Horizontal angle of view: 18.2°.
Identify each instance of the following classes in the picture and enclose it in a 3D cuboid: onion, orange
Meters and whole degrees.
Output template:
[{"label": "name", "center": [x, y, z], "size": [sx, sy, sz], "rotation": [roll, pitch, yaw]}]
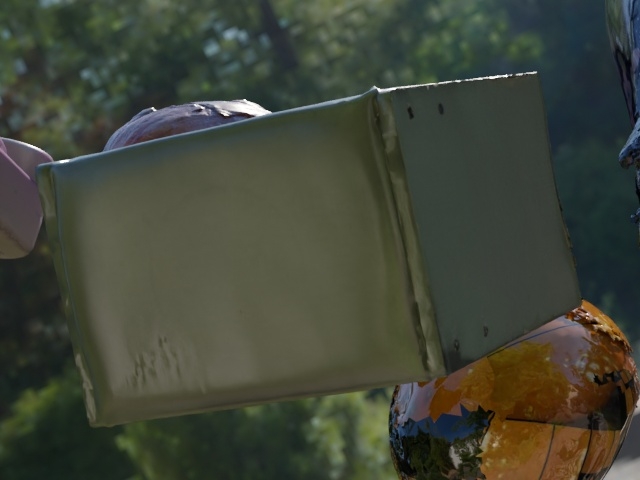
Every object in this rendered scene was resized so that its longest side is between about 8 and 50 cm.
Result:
[{"label": "onion", "center": [-0.092, -0.077, 2.027], "size": [0.283, 0.120, 0.227], "rotation": [3, -13, -27]}, {"label": "orange", "center": [0.165, 0.147, 1.717], "size": [0.234, 0.182, 0.234], "rotation": [-33, 21, 15]}]

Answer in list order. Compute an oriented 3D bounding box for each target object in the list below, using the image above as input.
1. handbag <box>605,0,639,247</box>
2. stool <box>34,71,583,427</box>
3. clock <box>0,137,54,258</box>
[{"label": "handbag", "center": [0.171, -0.053, 0.720], "size": [0.127, 0.208, 0.228], "rotation": [-10, -22, 26]}, {"label": "stool", "center": [0.000, 0.000, 1.270], "size": [0.243, 0.170, 0.269], "rotation": [-10, 3, 27]}, {"label": "clock", "center": [-0.412, -0.079, 1.663], "size": [0.322, 0.113, 0.295], "rotation": [7, -18, 17]}]
